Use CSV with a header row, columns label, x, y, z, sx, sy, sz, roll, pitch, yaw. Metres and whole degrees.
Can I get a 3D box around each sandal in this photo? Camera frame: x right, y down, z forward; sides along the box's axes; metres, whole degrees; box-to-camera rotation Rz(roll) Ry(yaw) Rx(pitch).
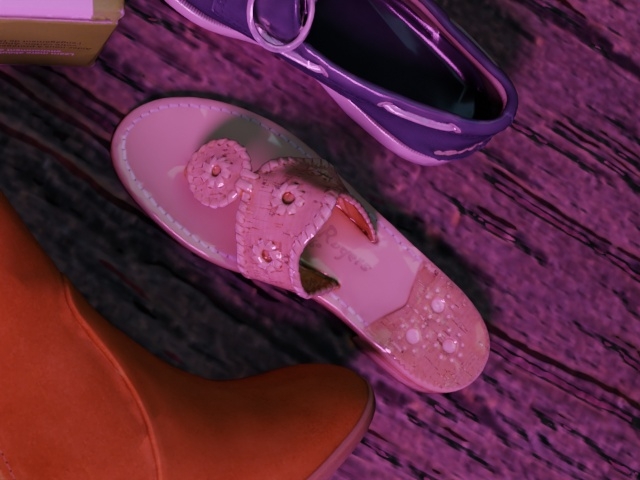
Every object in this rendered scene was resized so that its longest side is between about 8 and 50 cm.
label,x,y,z,sx,sy,sz,roll,pitch,yaw
sandal,0.003,-0.005,0.781,0.240,0.079,0.088,37,71,-10

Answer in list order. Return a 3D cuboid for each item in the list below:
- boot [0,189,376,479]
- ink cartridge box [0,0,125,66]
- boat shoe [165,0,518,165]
label,x,y,z,sx,sy,sz,roll,pitch,yaw
boot,-0.113,0.053,0.679,0.295,0.104,0.211,-28,105,-34
ink cartridge box,-0.232,-0.188,0.721,0.255,0.097,0.189,-1,82,-18
boat shoe,-0.004,-0.131,0.800,0.254,0.079,0.095,40,71,-9
